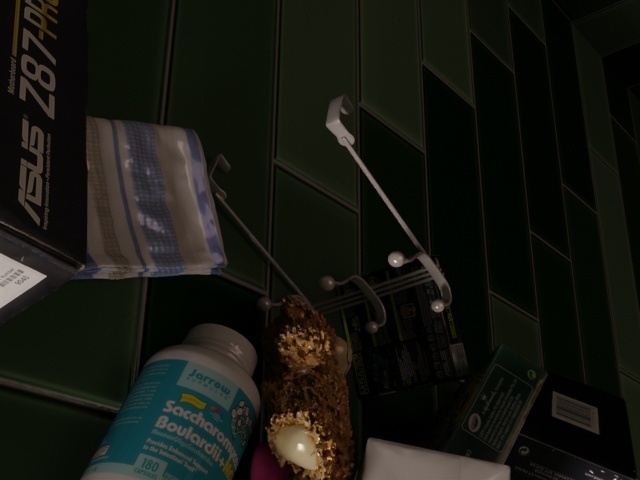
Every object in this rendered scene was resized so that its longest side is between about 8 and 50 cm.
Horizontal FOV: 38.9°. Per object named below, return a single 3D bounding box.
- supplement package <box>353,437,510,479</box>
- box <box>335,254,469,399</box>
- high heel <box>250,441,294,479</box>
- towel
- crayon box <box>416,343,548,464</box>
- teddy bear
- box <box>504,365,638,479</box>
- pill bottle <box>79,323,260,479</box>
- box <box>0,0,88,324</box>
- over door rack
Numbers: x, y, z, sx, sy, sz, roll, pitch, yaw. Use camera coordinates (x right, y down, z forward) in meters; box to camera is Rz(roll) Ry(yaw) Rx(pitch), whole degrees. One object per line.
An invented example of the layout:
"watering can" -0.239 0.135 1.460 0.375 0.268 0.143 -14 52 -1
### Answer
"supplement package" 0.112 0.395 1.128 0.293 0.175 0.177 100 1 -55
"box" 0.120 0.134 1.381 0.045 0.184 0.190 -1 75 -50
"high heel" -0.067 0.377 1.112 0.117 0.082 0.244 -7 91 -58
"towel" -0.233 -0.054 1.117 0.285 0.034 0.209 -1 75 -54
"crayon box" 0.198 0.309 1.337 0.083 0.323 0.203 32 57 7
"teddy bear" -0.003 0.201 1.111 0.338 0.113 0.245 -93 165 -81
"box" 0.336 0.390 1.390 0.296 0.183 0.293 -38 146 -71
"pill bottle" -0.156 0.217 1.000 0.146 0.146 0.264 51 39 -26
"box" -0.319 -0.031 0.621 0.097 0.395 0.318 35 35 -41
"over door rack" 0.000 0.000 1.235 0.324 0.240 0.108 59 31 -18
